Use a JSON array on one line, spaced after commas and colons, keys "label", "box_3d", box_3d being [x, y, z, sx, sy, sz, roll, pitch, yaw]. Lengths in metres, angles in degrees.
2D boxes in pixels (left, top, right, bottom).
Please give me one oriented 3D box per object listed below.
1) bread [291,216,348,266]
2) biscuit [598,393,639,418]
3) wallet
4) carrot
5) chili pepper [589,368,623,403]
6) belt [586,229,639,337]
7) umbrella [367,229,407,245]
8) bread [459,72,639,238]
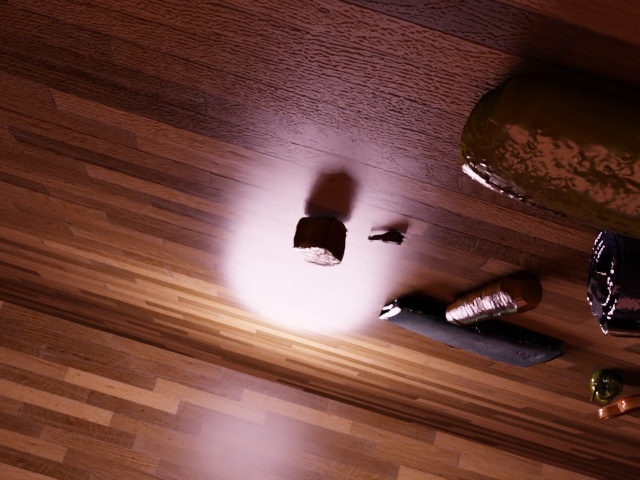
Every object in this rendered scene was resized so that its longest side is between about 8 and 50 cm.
[{"label": "bread", "box_3d": [0.001, 0.000, 1.191, 0.083, 0.070, 0.076, 2, 154, 36]}, {"label": "biscuit", "box_3d": [0.736, 0.381, 1.590, 0.165, 0.036, 0.250, -12, 158, -2]}, {"label": "wallet", "box_3d": [0.324, 0.204, 1.496, 0.379, 0.046, 0.191, 18, 160, -7]}, {"label": "carrot", "box_3d": [0.316, 0.115, 1.259, 0.070, 0.070, 0.260, 21, 160, -12]}, {"label": "chili pepper", "box_3d": [0.649, 0.330, 1.539, 0.072, 0.073, 0.204, -13, 160, 21]}, {"label": "belt", "box_3d": [0.422, 0.049, 0.869, 0.126, 0.140, 0.230, 8, -174, 13]}, {"label": "umbrella", "box_3d": [0.115, -0.004, 1.173, 0.083, 0.020, 0.031, 2, 155, 44]}, {"label": "bread", "box_3d": [0.339, -0.065, 0.724, 0.383, 0.112, 0.166, 16, 160, 2]}]
